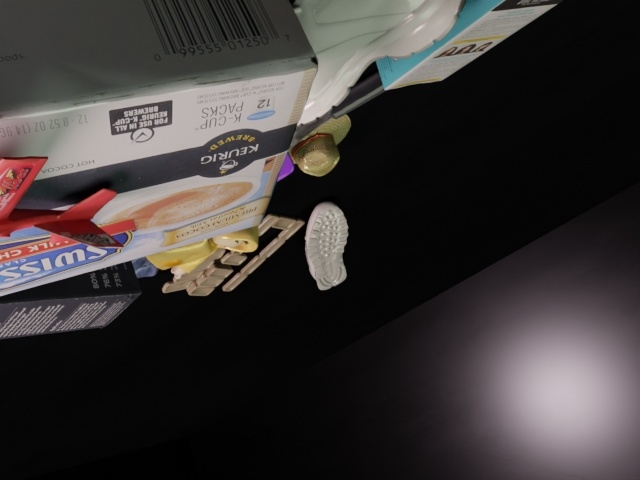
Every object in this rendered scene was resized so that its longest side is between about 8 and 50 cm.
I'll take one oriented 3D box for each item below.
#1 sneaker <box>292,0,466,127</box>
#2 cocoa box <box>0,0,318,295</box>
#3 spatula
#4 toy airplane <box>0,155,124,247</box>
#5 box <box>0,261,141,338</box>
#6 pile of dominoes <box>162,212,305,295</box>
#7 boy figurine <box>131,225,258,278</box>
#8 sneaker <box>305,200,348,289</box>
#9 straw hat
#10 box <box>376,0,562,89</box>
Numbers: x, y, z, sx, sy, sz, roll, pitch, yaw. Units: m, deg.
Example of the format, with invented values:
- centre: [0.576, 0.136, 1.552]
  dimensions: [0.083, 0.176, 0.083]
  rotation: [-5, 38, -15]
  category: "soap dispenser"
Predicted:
- centre: [0.010, -0.229, 0.653]
  dimensions: [0.129, 0.111, 0.297]
  rotation: [32, 138, -31]
  category: "sneaker"
- centre: [-0.219, -0.113, 0.448]
  dimensions: [0.347, 0.232, 0.228]
  rotation: [-16, 158, -23]
  category: "cocoa box"
- centre: [-0.005, -0.167, 0.852]
  dimensions: [0.296, 0.084, 0.030]
  rotation: [-33, -158, 3]
  category: "spatula"
- centre: [-0.183, -0.011, 0.358]
  dimensions: [0.151, 0.028, 0.151]
  rotation: [-21, 160, -8]
  category: "toy airplane"
- centre: [-0.361, 0.033, 0.775]
  dimensions: [0.108, 0.153, 0.207]
  rotation: [-38, 156, 33]
  category: "box"
- centre: [-0.174, 0.018, 1.174]
  dimensions: [0.251, 0.040, 0.196]
  rotation: [-42, 155, 20]
  category: "pile of dominoes"
- centre: [-0.235, 0.019, 0.991]
  dimensions: [0.285, 0.092, 0.177]
  rotation: [-19, 157, -7]
  category: "boy figurine"
- centre: [0.000, 0.000, 1.246]
  dimensions: [0.090, 0.095, 0.235]
  rotation: [-15, 139, -15]
  category: "sneaker"
- centre: [-0.006, -0.132, 0.918]
  dimensions: [0.144, 0.061, 0.144]
  rotation: [-22, 161, -8]
  category: "straw hat"
- centre: [0.164, -0.252, 0.700]
  dimensions: [0.100, 0.060, 0.244]
  rotation: [-16, 178, -26]
  category: "box"
